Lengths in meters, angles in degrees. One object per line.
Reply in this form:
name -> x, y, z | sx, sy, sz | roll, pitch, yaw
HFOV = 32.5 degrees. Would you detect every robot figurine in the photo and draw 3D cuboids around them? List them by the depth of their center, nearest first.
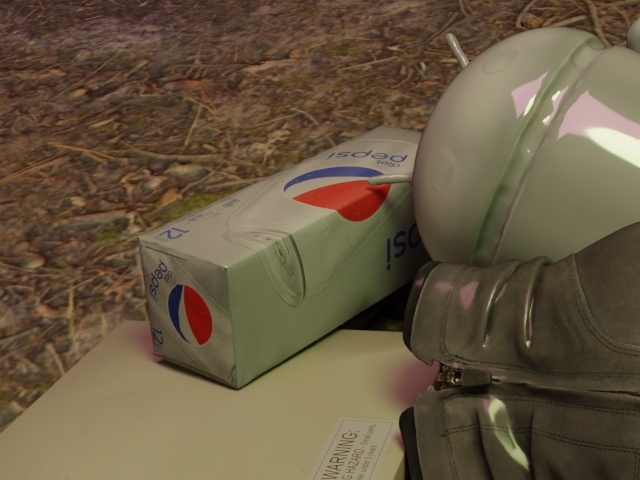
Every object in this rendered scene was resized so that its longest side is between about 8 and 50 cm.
robot figurine -> 0.211, -0.018, 0.747 | 0.353, 0.200, 0.300 | 28, 74, 18

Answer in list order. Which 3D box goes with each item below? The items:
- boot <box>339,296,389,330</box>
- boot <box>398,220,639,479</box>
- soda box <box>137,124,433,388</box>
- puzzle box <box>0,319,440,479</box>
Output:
boot -> 0.027, 0.030, 0.932 | 0.106, 0.037, 0.114 | -31, 40, -29
boot -> 0.160, 0.151, 0.591 | 0.222, 0.118, 0.338 | -19, 57, 30
soda box -> 0.000, 0.000, 0.839 | 0.091, 0.098, 0.286 | 17, 31, 38
puzzle box -> -0.087, 0.158, 0.662 | 0.272, 0.052, 0.409 | 2, 21, 18
